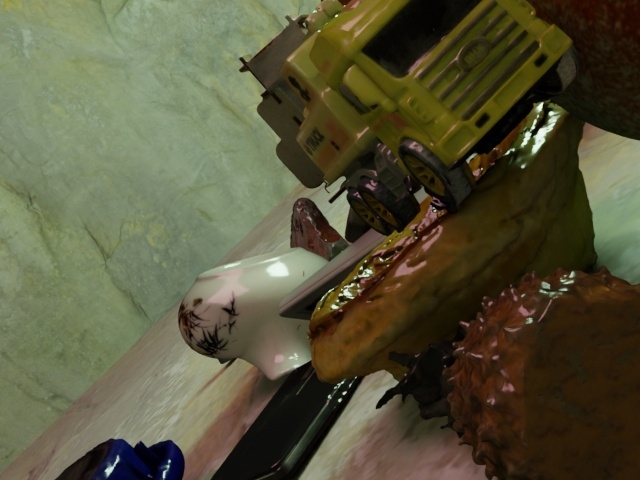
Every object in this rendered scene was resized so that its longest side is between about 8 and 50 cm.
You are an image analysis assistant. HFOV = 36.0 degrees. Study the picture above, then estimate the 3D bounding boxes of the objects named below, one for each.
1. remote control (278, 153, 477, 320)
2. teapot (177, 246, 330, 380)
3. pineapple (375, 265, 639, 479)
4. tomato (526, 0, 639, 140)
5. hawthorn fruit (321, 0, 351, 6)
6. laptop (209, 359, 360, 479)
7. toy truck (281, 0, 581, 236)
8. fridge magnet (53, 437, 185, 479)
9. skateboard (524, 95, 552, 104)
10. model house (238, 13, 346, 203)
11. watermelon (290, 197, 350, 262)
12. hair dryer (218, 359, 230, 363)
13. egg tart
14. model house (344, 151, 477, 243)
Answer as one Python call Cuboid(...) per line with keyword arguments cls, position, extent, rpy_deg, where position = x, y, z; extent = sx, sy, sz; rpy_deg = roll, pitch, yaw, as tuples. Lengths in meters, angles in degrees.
Cuboid(cls="remote control", position=(0.083, 0.001, 1.008), extent=(0.313, 0.109, 0.055), rpy_deg=(-38, 55, 41))
Cuboid(cls="teapot", position=(-0.069, 0.093, 1.238), extent=(0.208, 0.166, 0.299), rpy_deg=(-27, -5, -9))
Cuboid(cls="pineapple", position=(0.100, 0.075, 0.531), extent=(0.125, 0.125, 0.251), rpy_deg=(-45, 3, -8))
Cuboid(cls="tomato", position=(0.255, -0.209, 0.616), extent=(0.303, 0.303, 0.239), rpy_deg=(-45, 50, -8))
Cuboid(cls="hawthorn fruit", position=(0.214, -0.384, 1.338), extent=(0.472, 0.472, 0.472), rpy_deg=(-43, 8, 7))
Cuboid(cls="laptop", position=(-0.027, 0.172, 0.958), extent=(0.154, 0.026, 0.207), rpy_deg=(-37, 10, 45))
Cuboid(cls="toy truck", position=(0.049, -0.104, 0.670), extent=(0.124, 0.157, 0.272), rpy_deg=(-46, 2, -9))
Cuboid(cls="fridge magnet", position=(-0.249, 0.309, 1.032), extent=(0.265, 0.112, 0.265), rpy_deg=(-43, 10, 9))
Cuboid(cls="skateboard", position=(0.251, -0.160, 1.232), extent=(0.080, 0.067, 0.151), rpy_deg=(-31, 7, 17))
Cuboid(cls="model house", position=(0.038, -0.190, 1.520), extent=(0.169, 0.326, 0.244), rpy_deg=(-42, 2, 22))
Cuboid(cls="watermelon", position=(0.000, 0.000, 1.435), extent=(0.071, 0.139, 0.187), rpy_deg=(-10, -7, -23))
Cuboid(cls="hair dryer", position=(-0.122, 0.139, 1.542), extent=(0.114, 0.063, 0.037), rpy_deg=(-29, 5, -7))
Cuboid(cls="egg tart", position=(0.112, 0.017, 0.758), extent=(0.290, 0.115, 0.290), rpy_deg=(-43, 3, 3))
Cuboid(cls="model house", position=(0.116, -0.070, 1.080), extent=(0.188, 0.122, 0.229), rpy_deg=(-5, -10, -2))
